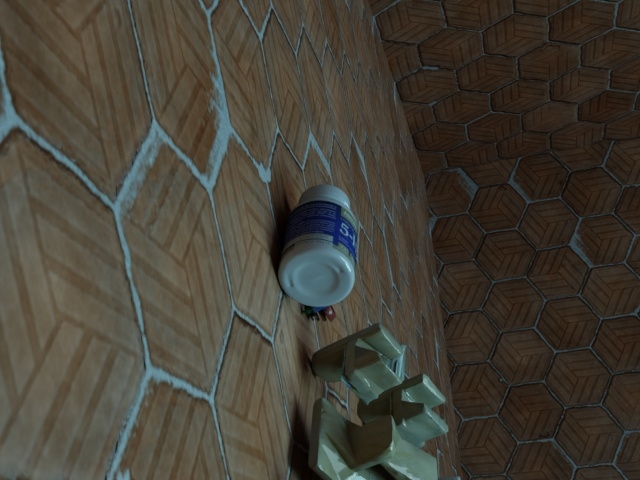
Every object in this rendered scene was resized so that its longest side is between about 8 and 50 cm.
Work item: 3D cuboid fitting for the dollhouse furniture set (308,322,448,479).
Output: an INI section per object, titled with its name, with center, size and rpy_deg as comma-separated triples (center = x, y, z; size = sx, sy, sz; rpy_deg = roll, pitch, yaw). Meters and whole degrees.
[dollhouse furniture set]
center = 0.080, 0.406, 1.221
size = 0.394, 0.256, 0.362
rpy_deg = 49, 27, -28

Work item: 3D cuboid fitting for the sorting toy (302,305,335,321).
[sorting toy]
center = -0.012, 0.095, 1.300
size = 0.102, 0.042, 0.061
rpy_deg = 62, 4, -24

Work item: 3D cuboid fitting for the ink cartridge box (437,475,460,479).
[ink cartridge box]
center = 0.231, 0.598, 1.762
size = 0.203, 0.148, 0.086
rpy_deg = -51, 132, -73

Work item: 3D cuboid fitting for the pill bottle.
[pill bottle]
center = 0.000, 0.000, 1.238
size = 0.186, 0.112, 0.112
rpy_deg = -84, 160, -52

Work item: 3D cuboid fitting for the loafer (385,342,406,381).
[loafer]
center = 0.147, 0.362, 1.636
size = 0.112, 0.111, 0.319
rpy_deg = -13, 94, -78
